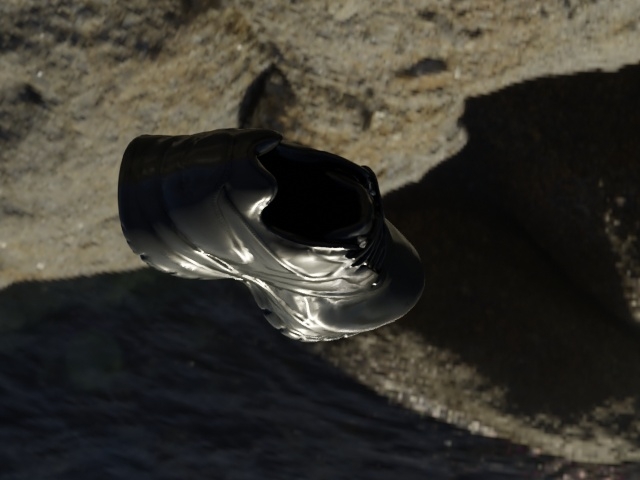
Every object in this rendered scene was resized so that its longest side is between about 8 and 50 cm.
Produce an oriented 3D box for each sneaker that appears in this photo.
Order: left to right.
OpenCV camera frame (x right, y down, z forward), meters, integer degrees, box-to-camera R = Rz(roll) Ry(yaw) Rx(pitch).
[{"bbox_3d":[0.000,0.000,0.814,0.130,0.109,0.286,-11,160,35],"label":"sneaker"}]
